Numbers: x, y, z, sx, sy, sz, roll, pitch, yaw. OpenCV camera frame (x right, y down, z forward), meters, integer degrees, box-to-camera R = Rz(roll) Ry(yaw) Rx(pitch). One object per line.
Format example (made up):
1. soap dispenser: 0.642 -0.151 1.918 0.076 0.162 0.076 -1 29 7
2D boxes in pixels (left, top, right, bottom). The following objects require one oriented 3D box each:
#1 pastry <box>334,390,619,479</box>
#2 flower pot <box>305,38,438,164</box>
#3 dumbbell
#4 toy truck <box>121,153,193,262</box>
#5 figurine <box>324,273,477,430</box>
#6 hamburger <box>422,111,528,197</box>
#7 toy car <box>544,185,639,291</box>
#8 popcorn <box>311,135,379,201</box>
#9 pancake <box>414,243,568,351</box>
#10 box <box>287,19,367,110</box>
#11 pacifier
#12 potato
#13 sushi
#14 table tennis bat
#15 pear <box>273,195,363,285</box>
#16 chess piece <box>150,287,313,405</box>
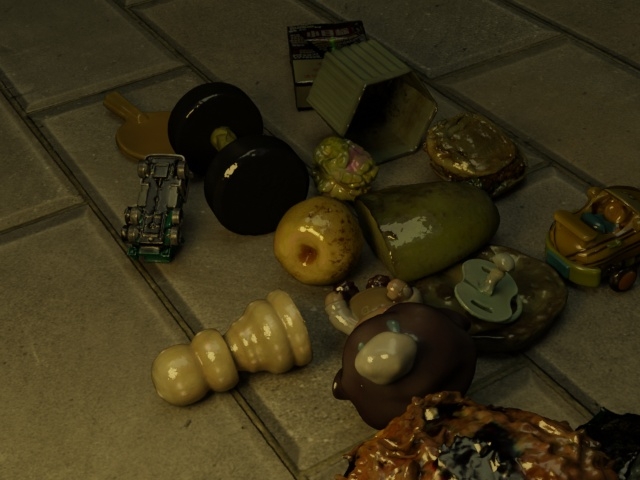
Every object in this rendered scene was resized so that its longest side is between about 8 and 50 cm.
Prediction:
1. pastry: 0.206 0.358 1.230 0.337 0.292 0.405 -32 44 -2
2. flower pot: 0.110 -0.302 2.207 0.209 0.239 0.189 -43 45 3
3. dumbbell: -0.175 -0.172 2.067 0.203 0.204 0.322 -18 40 -18
4. toy truck: -0.310 -0.054 1.963 0.110 0.116 0.216 2 66 7
5. figurine: 0.119 0.143 1.624 0.218 0.206 0.365 3 33 -15
6. hamburger: 0.321 -0.168 2.107 0.183 0.130 0.206 -30 63 -29
7. toy car: 0.535 -0.024 1.859 0.248 0.142 0.200 -24 42 -22
8. popcorn: 0.049 -0.149 2.085 0.145 0.126 0.126 21 37 21
9. pancake: 0.297 0.101 1.793 0.294 0.049 0.294 -2 34 2
10. box: 0.026 -0.438 2.498 0.198 0.084 0.310 -6 38 -2
11. pacifier: 0.296 0.072 1.695 0.127 0.116 0.150 33 38 6
12. potato: 0.213 -0.054 1.911 0.255 0.112 0.269 -17 31 -8
13. sushi: 0.396 0.334 1.397 0.127 0.124 0.225 3 38 40
14. table tennis bat: -0.403 -0.267 2.338 0.198 0.050 0.321 -29 47 -31
15. pear: 0.000 0.000 1.873 0.178 0.178 0.178 -2 37 2
16. chess piece: -0.152 0.189 1.663 0.261 0.143 0.143 -24 41 -14
